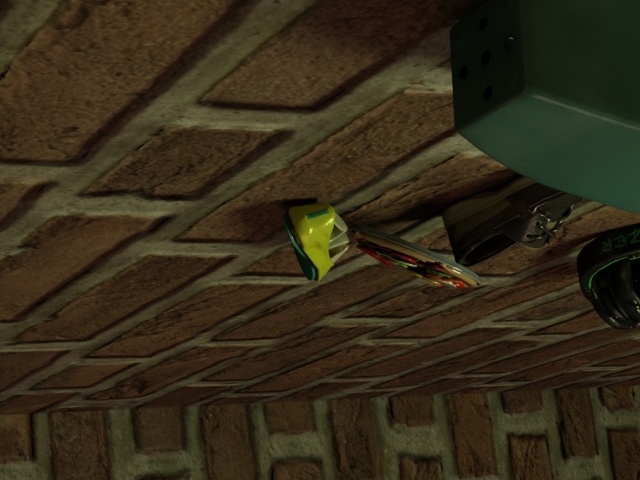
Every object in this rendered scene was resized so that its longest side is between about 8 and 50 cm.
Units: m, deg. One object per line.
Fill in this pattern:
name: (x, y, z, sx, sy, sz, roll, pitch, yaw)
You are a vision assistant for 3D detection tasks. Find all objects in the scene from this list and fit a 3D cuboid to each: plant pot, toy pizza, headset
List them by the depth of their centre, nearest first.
plant pot: (0.241, -0.140, 1.206, 0.234, 0.166, 0.165, 8, 160, -28)
toy pizza: (0.128, 0.030, 1.867, 0.201, 0.032, 0.201, 23, 176, 2)
headset: (0.577, 0.094, 2.236, 0.243, 0.185, 0.394, -13, 153, 23)

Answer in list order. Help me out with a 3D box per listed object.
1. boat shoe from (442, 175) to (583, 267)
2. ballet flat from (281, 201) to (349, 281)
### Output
boat shoe: (0.276, -0.032, 1.767, 0.103, 0.092, 0.285, 2, 164, -41)
ballet flat: (0.000, 0.000, 1.811, 0.077, 0.077, 0.231, -24, 164, -2)
